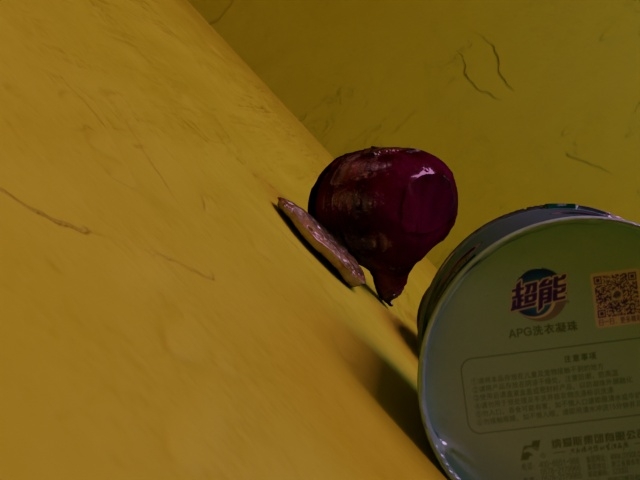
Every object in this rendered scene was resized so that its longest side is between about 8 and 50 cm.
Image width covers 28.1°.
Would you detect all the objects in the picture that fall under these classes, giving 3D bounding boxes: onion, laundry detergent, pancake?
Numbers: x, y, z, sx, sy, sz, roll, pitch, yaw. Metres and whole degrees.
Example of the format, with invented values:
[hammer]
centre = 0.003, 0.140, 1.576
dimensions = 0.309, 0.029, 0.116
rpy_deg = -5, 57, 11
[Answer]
[onion]
centre = 0.094, -0.015, 1.689
dimensions = 0.140, 0.195, 0.218
rpy_deg = 9, -74, 56
[laundry detergent]
centre = 0.236, 0.111, 1.223
dimensions = 0.287, 0.287, 0.305
rpy_deg = 47, 6, 0
[pancake]
centre = 0.001, -0.001, 1.569
dimensions = 0.151, 0.025, 0.151
rpy_deg = 47, 7, -7

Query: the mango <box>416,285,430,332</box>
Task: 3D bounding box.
[mango]
centre = 0.207, 0.120, 1.657
dimensions = 0.185, 0.149, 0.273
rpy_deg = 39, 1, -11
